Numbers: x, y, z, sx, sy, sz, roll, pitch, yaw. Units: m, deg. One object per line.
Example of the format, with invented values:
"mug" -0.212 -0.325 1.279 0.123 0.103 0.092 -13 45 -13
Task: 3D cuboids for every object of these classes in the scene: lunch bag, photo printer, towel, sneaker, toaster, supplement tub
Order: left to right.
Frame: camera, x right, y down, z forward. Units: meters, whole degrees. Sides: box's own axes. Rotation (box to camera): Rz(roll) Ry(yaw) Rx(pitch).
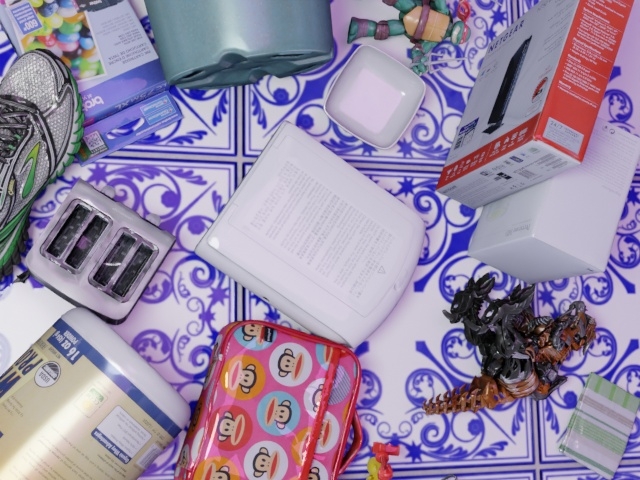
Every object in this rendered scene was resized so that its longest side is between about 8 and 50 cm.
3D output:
"sneaker" -0.430 -0.106 1.150 0.134 0.146 0.343 16 80 5
"supplement tub" -0.352 0.269 1.109 0.228 0.228 0.316 45 73 -5
"toaster" -0.321 0.022 1.215 0.168 0.110 0.186 33 75 -7
"lunch bag" -0.060 0.280 1.250 0.258 0.120 0.293 19 77 -16
"photo printer" 0.000 0.000 1.305 0.307 0.107 0.256 34 73 -8
"towel" 0.475 0.315 1.436 0.113 0.023 0.152 30 73 -11

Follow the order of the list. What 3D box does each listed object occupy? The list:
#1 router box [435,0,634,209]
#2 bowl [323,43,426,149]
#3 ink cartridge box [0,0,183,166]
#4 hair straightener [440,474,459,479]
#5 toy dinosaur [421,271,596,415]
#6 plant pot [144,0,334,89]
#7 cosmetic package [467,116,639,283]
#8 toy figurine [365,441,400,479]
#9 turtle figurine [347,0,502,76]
"router box" 0.324 -0.226 1.309 0.082 0.335 0.301 24 75 -10
"bowl" 0.085 -0.231 1.382 0.142 0.053 0.142 32 87 -8
"ink cartridge box" -0.357 -0.289 1.279 0.186 0.065 0.311 -29 92 -17
"hair straightener" 0.191 0.483 1.317 0.089 0.047 0.230 6 83 -14
"toy dinosaur" 0.307 0.180 1.349 0.322 0.164 0.218 -37 110 -38
"plant pot" -0.131 -0.409 1.234 0.341 0.341 0.334 -10 93 -16
"cosmetic package" 0.369 -0.064 1.353 0.138 0.224 0.225 23 76 -11
"toy figurine" 0.169 0.486 1.215 0.217 0.191 0.363 6 80 -1
"turtle figurine" 0.170 -0.360 1.398 0.234 0.118 0.175 12 97 -5
